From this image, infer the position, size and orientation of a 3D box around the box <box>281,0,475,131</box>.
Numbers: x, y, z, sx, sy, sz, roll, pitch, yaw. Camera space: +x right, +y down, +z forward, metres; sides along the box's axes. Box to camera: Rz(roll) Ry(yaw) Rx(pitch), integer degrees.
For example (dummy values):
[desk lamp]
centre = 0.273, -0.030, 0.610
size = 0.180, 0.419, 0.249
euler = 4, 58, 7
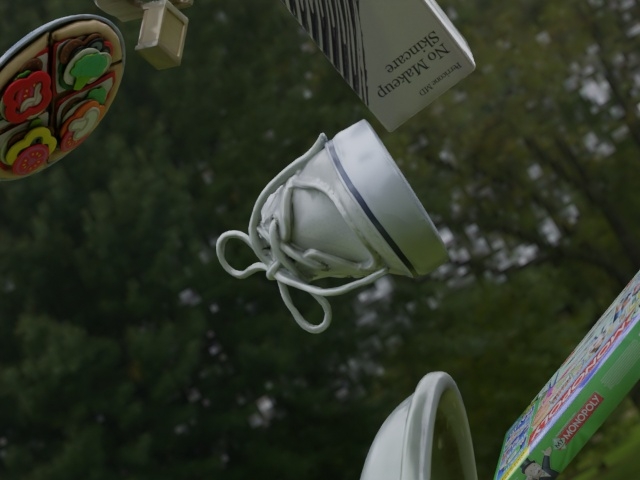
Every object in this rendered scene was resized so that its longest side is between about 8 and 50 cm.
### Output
[box]
centre = 0.022, -0.245, 1.605
size = 0.113, 0.275, 0.094
euler = -38, 19, 12

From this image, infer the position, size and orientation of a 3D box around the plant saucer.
[plant saucer]
centre = 0.075, 0.315, 1.473
size = 0.100, 0.400, 0.400
euler = -3, -1, 11

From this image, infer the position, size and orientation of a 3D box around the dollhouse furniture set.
[dollhouse furniture set]
centre = -0.212, -0.284, 1.703
size = 0.101, 0.182, 0.161
euler = -8, -30, 31

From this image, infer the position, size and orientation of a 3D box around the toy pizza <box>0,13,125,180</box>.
[toy pizza]
centre = -0.266, -0.135, 1.684
size = 0.201, 0.032, 0.201
euler = -38, -26, -22

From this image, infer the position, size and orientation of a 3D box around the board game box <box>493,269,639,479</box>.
[board game box]
centre = 0.311, 0.163, 1.955
size = 0.317, 0.046, 0.213
euler = -54, -1, 20

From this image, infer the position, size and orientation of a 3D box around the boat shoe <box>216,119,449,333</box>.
[boat shoe]
centre = -0.005, -0.007, 1.378
size = 0.156, 0.136, 0.367
euler = -33, 7, -3
